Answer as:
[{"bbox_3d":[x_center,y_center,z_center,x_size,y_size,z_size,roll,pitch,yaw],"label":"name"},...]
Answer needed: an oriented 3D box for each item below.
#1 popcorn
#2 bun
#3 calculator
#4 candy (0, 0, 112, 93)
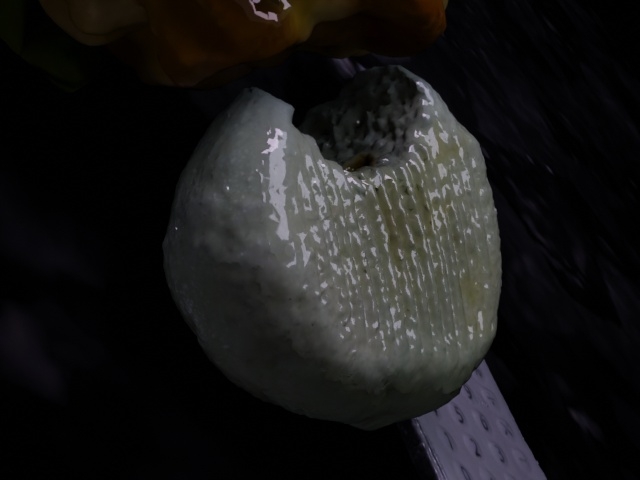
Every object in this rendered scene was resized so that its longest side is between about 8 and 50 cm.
[{"bbox_3d":[-0.019,-0.226,0.648,0.265,0.225,0.332,12,67,-20],"label":"popcorn"},{"bbox_3d":[0.000,0.000,0.674,0.212,0.126,0.203,22,62,-41],"label":"bun"},{"bbox_3d":[0.072,0.077,0.836,0.161,0.021,0.261,23,36,-50],"label":"calculator"},{"bbox_3d":[-0.197,-0.200,0.672,0.246,0.069,0.149,57,25,-28],"label":"candy"}]
